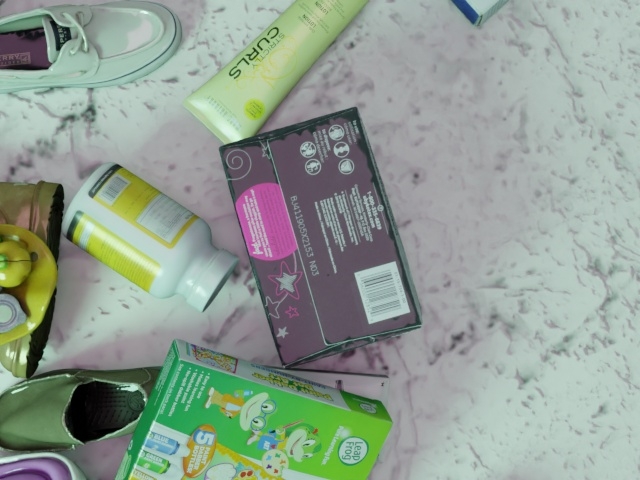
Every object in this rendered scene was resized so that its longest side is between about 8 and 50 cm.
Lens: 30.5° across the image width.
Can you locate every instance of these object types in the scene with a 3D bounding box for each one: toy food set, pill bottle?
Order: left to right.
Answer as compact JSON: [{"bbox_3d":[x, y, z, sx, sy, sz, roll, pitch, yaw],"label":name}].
[{"bbox_3d":[-0.389,0.060,1.238,0.218,0.071,0.128,-23,83,3],"label":"toy food set"},{"bbox_3d":[-0.188,0.000,1.314,0.184,0.103,0.103,34,86,2],"label":"pill bottle"}]

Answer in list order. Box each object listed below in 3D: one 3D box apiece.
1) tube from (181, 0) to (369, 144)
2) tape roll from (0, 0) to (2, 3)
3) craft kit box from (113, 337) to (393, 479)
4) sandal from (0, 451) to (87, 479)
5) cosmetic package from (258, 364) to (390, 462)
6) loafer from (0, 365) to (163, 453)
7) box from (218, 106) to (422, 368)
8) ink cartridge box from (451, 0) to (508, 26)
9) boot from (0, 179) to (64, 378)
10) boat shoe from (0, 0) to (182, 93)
[{"bbox_3d":[-0.045,-0.212,1.356,0.240,0.062,0.070,-46,47,1],"label":"tube"},{"bbox_3d":[-0.533,-0.387,1.356,0.392,0.072,0.392,0,86,-1],"label":"tape roll"},{"bbox_3d":[-0.085,0.254,1.241,0.247,0.061,0.250,18,104,-22],"label":"craft kit box"},{"bbox_3d":[-0.456,0.300,1.253,0.416,0.102,0.169,-18,47,1],"label":"sandal"},{"bbox_3d":[-0.045,0.191,1.322,0.239,0.060,0.099,4,85,0],"label":"cosmetic package"},{"bbox_3d":[-0.269,0.181,1.284,0.251,0.087,0.094,-14,80,17],"label":"loafer"},{"bbox_3d":[0.000,0.000,1.297,0.163,0.142,0.247,-16,87,-3],"label":"box"},{"bbox_3d":[0.197,-0.478,1.372,0.330,0.071,0.324,-42,87,-2],"label":"ink cartridge box"},{"bbox_3d":[-0.436,0.028,1.324,0.270,0.089,0.236,5,78,1],"label":"boot"},{"bbox_3d":[-0.294,-0.227,1.337,0.268,0.088,0.096,-6,86,-1],"label":"boat shoe"}]
